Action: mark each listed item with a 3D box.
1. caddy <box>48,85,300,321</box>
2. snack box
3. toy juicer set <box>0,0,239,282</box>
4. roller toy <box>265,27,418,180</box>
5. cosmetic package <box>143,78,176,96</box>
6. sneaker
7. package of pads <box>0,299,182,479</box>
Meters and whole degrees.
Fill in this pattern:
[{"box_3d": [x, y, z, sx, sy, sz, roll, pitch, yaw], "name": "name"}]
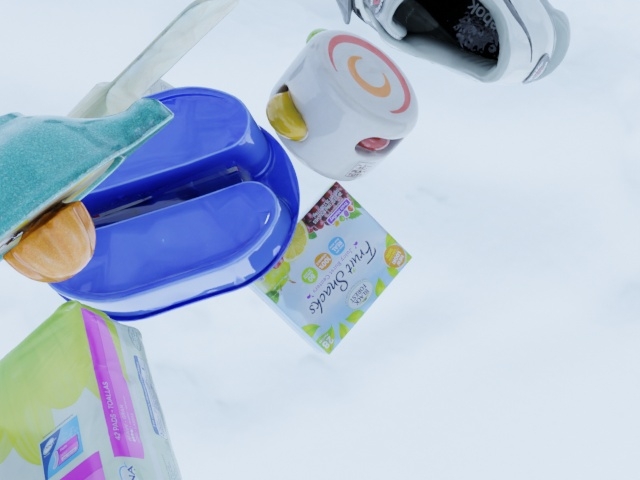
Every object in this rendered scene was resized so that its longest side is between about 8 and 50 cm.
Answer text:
[{"box_3d": [-0.193, -0.039, 1.008, 0.341, 0.179, 0.241, -17, 82, -3], "name": "caddy"}, {"box_3d": [0.010, 0.043, 1.280, 0.174, 0.070, 0.207, 45, 76, -9], "name": "snack box"}, {"box_3d": [-0.181, -0.008, 0.484, 0.089, 0.209, 0.329, 51, 55, -9], "name": "toy juicer set"}, {"box_3d": [0.029, -0.186, 1.182, 0.191, 0.209, 0.146, 35, 129, -13], "name": "roller toy"}, {"box_3d": [-0.214, -0.106, 1.255, 0.160, 0.309, 0.113, 29, 114, -31], "name": "cosmetic package"}, {"box_3d": [0.071, -0.252, 0.771, 0.146, 0.330, 0.122, -32, 152, -53], "name": "sneaker"}, {"box_3d": [-0.263, 0.221, 0.727, 0.296, 0.229, 0.101, -41, 137, 14], "name": "package of pads"}]
